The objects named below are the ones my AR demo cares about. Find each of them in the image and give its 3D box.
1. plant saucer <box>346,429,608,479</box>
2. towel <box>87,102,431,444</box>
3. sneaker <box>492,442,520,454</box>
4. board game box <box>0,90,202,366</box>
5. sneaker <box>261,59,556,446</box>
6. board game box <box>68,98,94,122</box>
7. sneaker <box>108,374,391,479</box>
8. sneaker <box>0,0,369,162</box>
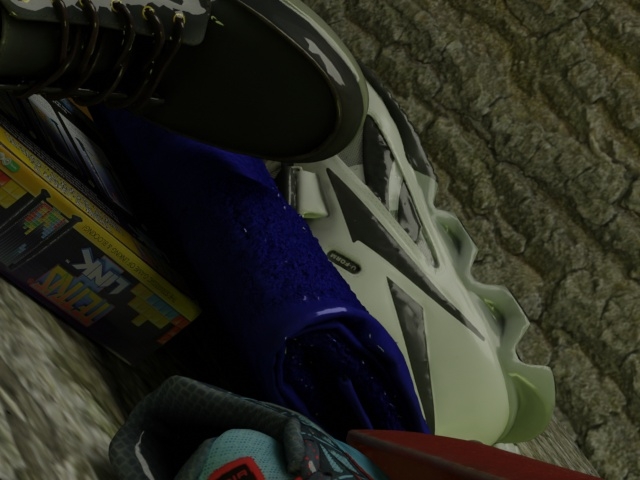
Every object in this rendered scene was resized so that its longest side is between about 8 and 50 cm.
[{"bbox_3d":[0.126,0.186,0.739,0.258,0.048,0.259,64,-18,-11],"label":"plant saucer"},{"bbox_3d":[-0.028,0.015,0.984,0.308,0.076,0.227,56,-11,44],"label":"towel"},{"bbox_3d":[0.120,0.193,1.271,0.094,0.081,0.208,63,13,26],"label":"sneaker"},{"bbox_3d":[-0.137,-0.035,0.886,0.170,0.048,0.141,44,11,-51],"label":"board game box"},{"bbox_3d":[0.000,0.000,1.219,0.330,0.146,0.122,56,-35,26],"label":"sneaker"},{"bbox_3d":[-0.213,-0.207,1.249,0.316,0.064,0.242,44,9,-49],"label":"board game box"},{"bbox_3d":[-0.005,0.126,0.688,0.125,0.104,0.262,39,-5,-31],"label":"sneaker"},{"bbox_3d":[-0.087,-0.076,0.820,0.222,0.083,0.118,26,28,-8],"label":"sneaker"}]
